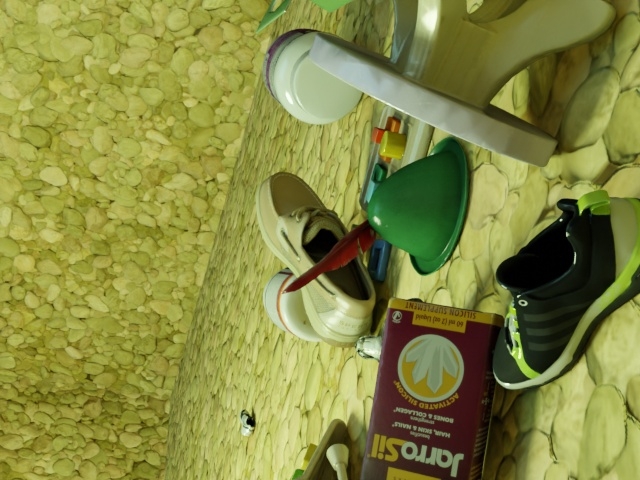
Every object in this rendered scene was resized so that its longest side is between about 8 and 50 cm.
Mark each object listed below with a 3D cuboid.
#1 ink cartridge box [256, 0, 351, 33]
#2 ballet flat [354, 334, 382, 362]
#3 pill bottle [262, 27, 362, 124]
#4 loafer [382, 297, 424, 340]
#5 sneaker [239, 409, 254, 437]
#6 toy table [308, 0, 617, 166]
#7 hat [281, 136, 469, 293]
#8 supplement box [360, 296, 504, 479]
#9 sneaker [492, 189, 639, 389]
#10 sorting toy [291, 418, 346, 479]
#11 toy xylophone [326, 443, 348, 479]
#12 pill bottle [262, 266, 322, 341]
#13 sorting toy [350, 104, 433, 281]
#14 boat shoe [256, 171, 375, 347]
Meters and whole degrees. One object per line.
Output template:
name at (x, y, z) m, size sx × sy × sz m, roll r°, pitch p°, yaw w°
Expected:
ink cartridge box at (0.024, -0.275, 0.755) m, size 0.209 × 0.062 × 0.109 m, roll -63°, pitch 19°, yaw -4°
ballet flat at (0.073, 0.148, 1.132) m, size 0.114 × 0.041 × 0.041 m, roll 157°, pitch 123°, yaw -73°
pill bottle at (-0.011, -0.311, 1.554) m, size 0.301 × 0.169 × 0.169 m, roll -123°, pitch 46°, yaw -70°
loafer at (0.108, 0.134, 0.914) m, size 0.061 × 0.062 × 0.170 m, roll -114°, pitch 9°, yaw -47°
sneaker at (-0.166, 0.417, 1.903) m, size 0.037 × 0.032 × 0.083 m, roll -58°, pitch 26°, yaw 22°
toy table at (0.130, -0.200, 0.800) m, size 0.160 × 0.274 × 0.252 m, roll -66°, pitch -17°, yaw 18°
hat at (0.065, -0.049, 1.015) m, size 0.173 × 0.184 × 0.208 m, roll 117°, pitch 159°, yaw -46°
supplement box at (0.110, 0.157, 0.798) m, size 0.081 × 0.104 × 0.188 m, roll 23°, pitch -105°, yaw -68°
sneaker at (0.180, 0.037, 0.673) m, size 0.234 × 0.097 × 0.084 m, roll 115°, pitch 161°, yaw -44°
sorting toy at (-0.029, 0.372, 1.173) m, size 0.208 × 0.038 × 0.192 m, roll -32°, pitch -41°, yaw -68°
toy xylophone at (0.033, 0.405, 1.002) m, size 0.322 × 0.081 × 0.236 m, roll -105°, pitch 29°, yaw -61°
pill bottle at (-0.029, 0.103, 1.402) m, size 0.221 × 0.121 × 0.121 m, roll 177°, pitch 104°, yaw -76°
sorting toy at (0.097, -0.112, 1.222) m, size 0.196 × 0.047 × 0.347 m, roll -124°, pitch 46°, yaw -71°
boat shoe at (0.000, 0.000, 1.262) m, size 0.341 × 0.122 × 0.110 m, roll 60°, pitch 147°, yaw 35°
